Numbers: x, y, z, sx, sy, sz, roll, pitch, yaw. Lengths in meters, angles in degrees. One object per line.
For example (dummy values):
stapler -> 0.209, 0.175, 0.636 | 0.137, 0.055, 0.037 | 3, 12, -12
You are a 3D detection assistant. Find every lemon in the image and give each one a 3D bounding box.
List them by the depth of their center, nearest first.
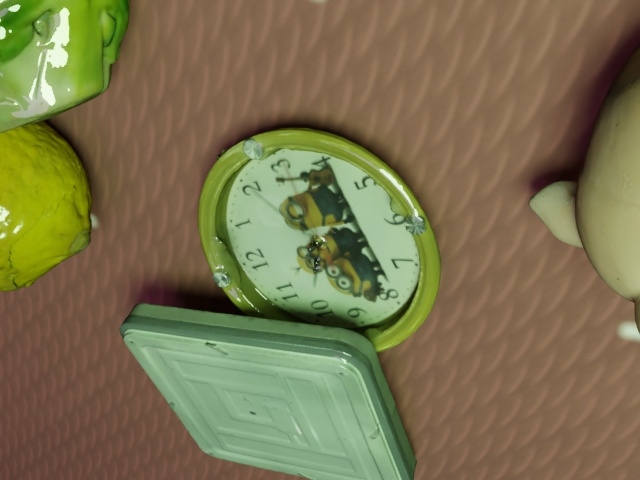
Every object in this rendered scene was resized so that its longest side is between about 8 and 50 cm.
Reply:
lemon -> -0.318, -0.046, 0.713 | 0.193, 0.181, 0.180 | 32, 134, -31

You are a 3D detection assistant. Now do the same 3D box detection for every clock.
clock -> 0.000, 0.000, 0.682 | 0.237, 0.057, 0.237 | 12, 124, 18

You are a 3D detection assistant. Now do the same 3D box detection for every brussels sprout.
brussels sprout -> -0.260, -0.202, 0.602 | 0.223, 0.161, 0.223 | -1, 117, -1

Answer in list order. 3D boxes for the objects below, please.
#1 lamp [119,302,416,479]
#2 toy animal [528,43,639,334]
lamp -> -0.049, 0.169, 0.783 | 0.269, 0.047, 0.266 | 4, 137, 24
toy animal -> 0.250, -0.063, 0.459 | 0.154, 0.166, 0.250 | 18, 118, -9
